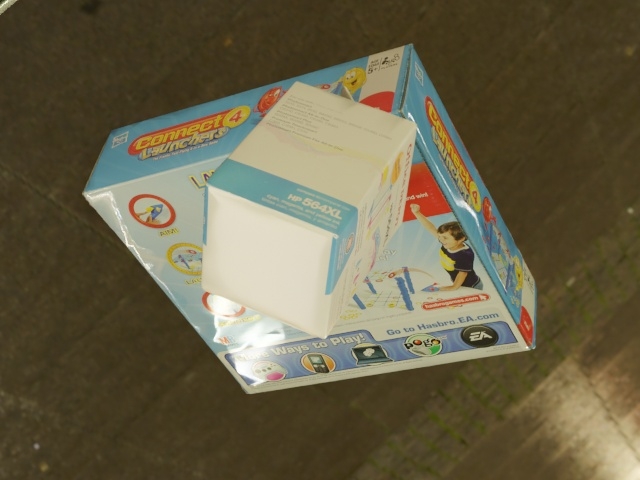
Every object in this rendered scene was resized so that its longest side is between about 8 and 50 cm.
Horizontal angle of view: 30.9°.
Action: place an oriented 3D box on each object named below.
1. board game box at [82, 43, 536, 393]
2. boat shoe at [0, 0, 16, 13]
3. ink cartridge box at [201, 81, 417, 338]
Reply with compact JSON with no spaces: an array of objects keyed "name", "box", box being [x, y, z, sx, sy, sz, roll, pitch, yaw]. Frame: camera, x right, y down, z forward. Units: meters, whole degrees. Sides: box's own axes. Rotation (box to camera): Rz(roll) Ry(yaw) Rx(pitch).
[{"name":"board game box","box":[0.000,0.000,1.045,0.308,0.086,0.302,-12,132,25]},{"name":"boat shoe","box":[-0.248,-0.215,0.812,0.254,0.095,0.079,-37,167,22]},{"name":"ink cartridge box","box":[-0.002,-0.028,0.739,0.143,0.090,0.092,-54,159,-43]}]
